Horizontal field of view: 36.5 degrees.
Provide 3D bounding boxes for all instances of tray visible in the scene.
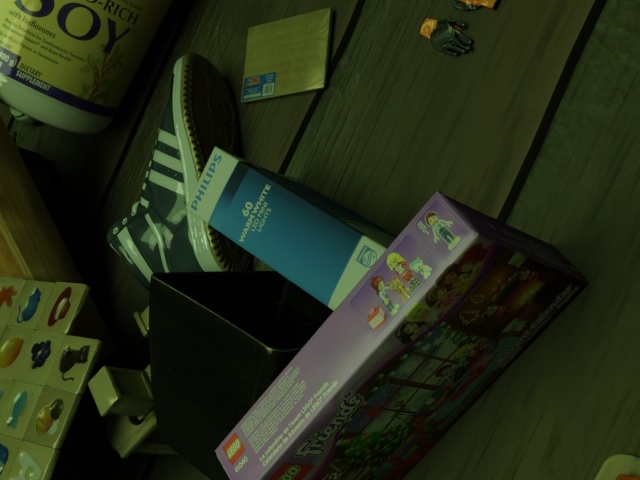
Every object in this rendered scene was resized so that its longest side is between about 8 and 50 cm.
[{"bbox_3d":[-0.425,-0.017,1.201,0.203,0.076,0.411,-12,107,37],"label":"tray"}]

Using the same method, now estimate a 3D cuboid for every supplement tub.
[{"bbox_3d":[-0.311,-0.329,1.235,0.241,0.241,0.331,37,102,39],"label":"supplement tub"}]

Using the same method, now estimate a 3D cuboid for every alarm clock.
[{"bbox_3d":[-0.425,-0.053,1.367,0.129,0.064,0.192,-47,51,19],"label":"alarm clock"}]

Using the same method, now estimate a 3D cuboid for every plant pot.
[{"bbox_3d":[-0.058,0.139,0.946,0.187,0.188,0.167,25,105,40],"label":"plant pot"}]

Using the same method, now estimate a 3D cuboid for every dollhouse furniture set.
[{"bbox_3d":[-0.205,0.147,1.053,0.101,0.182,0.161,-46,54,20],"label":"dollhouse furniture set"}]

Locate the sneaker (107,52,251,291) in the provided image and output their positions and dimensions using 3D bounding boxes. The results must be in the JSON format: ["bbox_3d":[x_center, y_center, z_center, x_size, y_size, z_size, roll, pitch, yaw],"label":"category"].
[{"bbox_3d":[-0.175,-0.075,1.147,0.153,0.099,0.282,-21,68,31],"label":"sneaker"}]

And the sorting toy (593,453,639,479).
[{"bbox_3d":[0.205,0.227,0.686,0.047,0.196,0.348,34,79,-3],"label":"sorting toy"}]

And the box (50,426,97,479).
[{"bbox_3d":[-0.411,0.425,1.122,0.312,0.179,0.343,-28,63,23],"label":"box"}]

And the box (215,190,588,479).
[{"bbox_3d":[0.073,0.106,0.826,0.293,0.201,0.057,-51,52,17],"label":"box"}]

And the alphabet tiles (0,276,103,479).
[{"bbox_3d":[-0.375,0.173,1.063,0.342,0.011,0.285,2,65,41],"label":"alphabet tiles"}]

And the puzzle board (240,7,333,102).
[{"bbox_3d":[-0.039,-0.214,1.133,0.128,0.011,0.096,-4,77,39],"label":"puzzle board"}]

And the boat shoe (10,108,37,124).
[{"bbox_3d":[-0.402,-0.296,1.402,0.095,0.084,0.258,27,95,40],"label":"boat shoe"}]

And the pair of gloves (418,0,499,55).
[{"bbox_3d":[0.141,-0.232,0.991,0.074,0.010,0.083,38,103,39],"label":"pair of gloves"}]

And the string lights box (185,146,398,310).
[{"bbox_3d":[0.000,0.000,0.959,0.259,0.133,0.077,32,99,41],"label":"string lights box"}]
